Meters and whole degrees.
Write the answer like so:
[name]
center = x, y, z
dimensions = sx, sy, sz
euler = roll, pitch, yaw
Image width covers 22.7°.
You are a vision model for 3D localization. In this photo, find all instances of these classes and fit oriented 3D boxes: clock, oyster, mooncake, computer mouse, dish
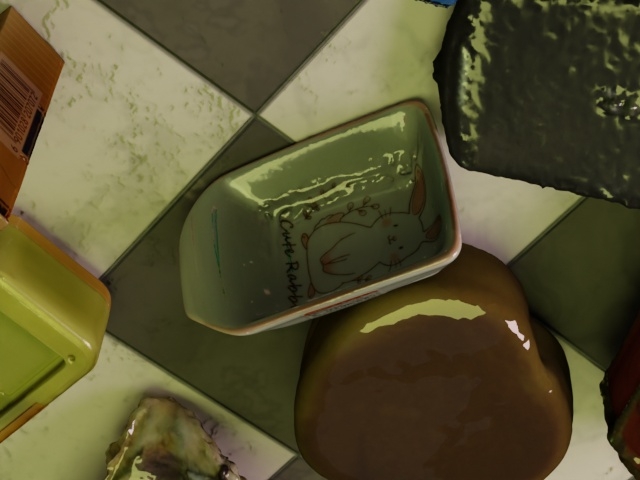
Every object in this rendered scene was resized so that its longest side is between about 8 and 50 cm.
[clock]
center = -0.283, 0.085, 1.318
dimensions = 0.202, 0.096, 0.143
euler = -37, 118, 24
[oyster]
center = -0.126, 0.296, 1.456
dimensions = 0.237, 0.115, 0.351
euler = -1, 120, 12
[mooncake]
center = 0.086, 0.118, 1.322
dimensions = 0.234, 0.117, 0.235
euler = 2, 124, 2
[computer mouse]
center = 0.232, -0.116, 1.184
dimensions = 0.295, 0.087, 0.168
euler = 10, 118, 11
[dish]
center = 0.000, 0.000, 1.240
dimensions = 0.234, 0.154, 0.064
euler = -20, 145, 14

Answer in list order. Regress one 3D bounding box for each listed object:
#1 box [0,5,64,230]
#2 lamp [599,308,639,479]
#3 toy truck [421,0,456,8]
[box]
center = -0.273, -0.056, 1.137
dimensions = 0.152, 0.237, 0.070
euler = -33, 114, 21
[lamp]
center = 0.334, 0.084, 1.266
dimensions = 0.177, 0.177, 0.274
euler = 18, 122, -11
[toy truck]
center = 0.083, -0.259, 1.062
dimensions = 0.113, 0.126, 0.208
euler = 14, 122, -8
